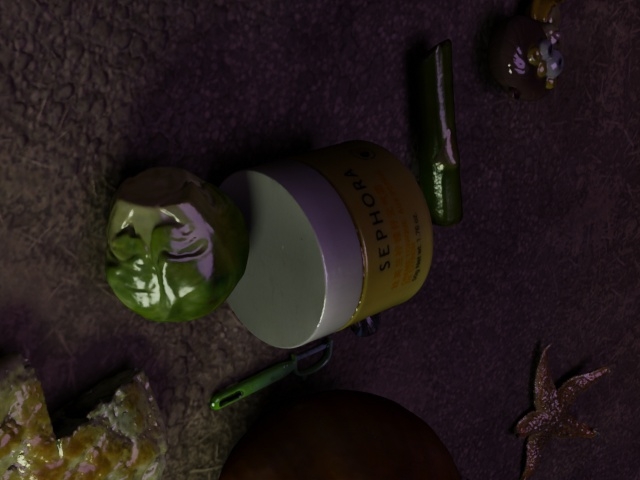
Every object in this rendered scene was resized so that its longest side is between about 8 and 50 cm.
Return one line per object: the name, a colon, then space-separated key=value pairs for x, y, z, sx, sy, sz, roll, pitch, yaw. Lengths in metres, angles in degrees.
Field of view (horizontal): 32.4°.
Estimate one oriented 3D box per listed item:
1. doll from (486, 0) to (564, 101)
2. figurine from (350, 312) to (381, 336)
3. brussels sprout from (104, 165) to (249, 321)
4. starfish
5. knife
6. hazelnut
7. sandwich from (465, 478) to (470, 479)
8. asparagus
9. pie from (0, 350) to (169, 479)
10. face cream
doll: x=0.302 y=-0.289 z=1.584 sx=0.145 sy=0.096 sz=0.188 roll=5 pitch=95 yaw=-53
figurine: x=0.053 y=0.087 z=1.552 sx=0.060 sy=0.047 sz=0.106 roll=-79 pitch=151 yaw=-51
brussels sprout: x=-0.160 y=0.003 z=1.241 sx=0.161 sy=0.144 sz=0.181 roll=-1 pitch=127 yaw=-7
starfish: x=0.435 y=0.302 z=2.014 sx=0.231 sy=0.048 sz=0.295 roll=-14 pitch=116 yaw=-28
knife: x=-0.065 y=0.190 z=1.505 sx=0.212 sy=0.015 sz=0.054 roll=-21 pitch=130 yaw=-37
hazelnut: x=0.019 y=0.407 z=1.460 sx=0.359 sy=0.359 sz=0.409 roll=-9 pitch=110 yaw=-41
sandwich: x=0.255 y=0.542 z=1.917 sx=0.096 sy=0.094 sz=0.258 roll=-32 pitch=127 yaw=-36
asparagus: x=0.161 y=-0.146 z=1.533 sx=0.060 sy=0.067 sz=0.278 roll=-13 pitch=116 yaw=-9
pie: x=-0.320 y=0.276 z=1.254 sx=0.337 sy=0.075 sz=0.337 roll=-21 pitch=122 yaw=-36
face cream: x=0.000 y=0.000 z=1.330 sx=0.179 sy=0.218 sz=0.218 roll=-19 pitch=121 yaw=-38
